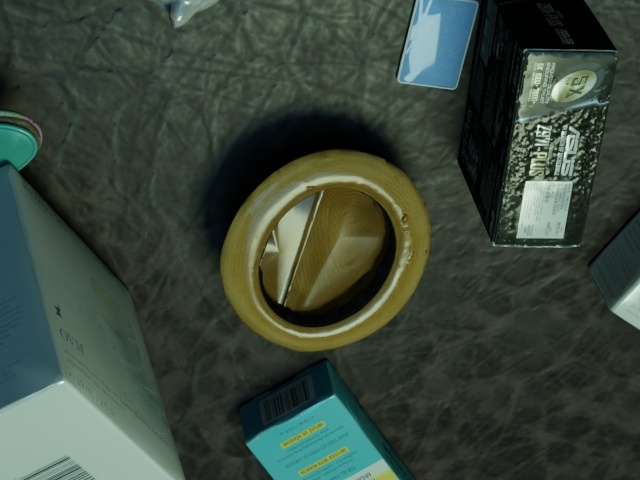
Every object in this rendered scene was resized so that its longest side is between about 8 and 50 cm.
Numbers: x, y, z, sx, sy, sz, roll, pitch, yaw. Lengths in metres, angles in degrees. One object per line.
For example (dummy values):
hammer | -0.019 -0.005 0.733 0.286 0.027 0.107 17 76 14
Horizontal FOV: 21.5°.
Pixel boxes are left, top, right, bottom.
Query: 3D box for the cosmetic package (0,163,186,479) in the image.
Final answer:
cosmetic package | -0.233 0.101 1.372 0.138 0.224 0.224 -27 143 6

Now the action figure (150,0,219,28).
action figure | -0.170 -0.297 1.207 0.341 0.178 0.330 -26 112 3

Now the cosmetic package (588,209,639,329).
cosmetic package | 0.364 -0.011 1.519 0.117 0.085 0.231 32 110 -25

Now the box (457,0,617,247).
box | 0.175 -0.106 1.391 0.077 0.147 0.180 0 120 -9

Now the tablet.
tablet | 0.098 -0.168 1.424 0.054 0.006 0.083 6 119 -12

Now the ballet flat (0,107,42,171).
ballet flat | -0.331 -0.063 1.376 0.221 0.079 0.077 -26 127 8

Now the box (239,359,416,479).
box | 0.027 0.234 1.628 0.100 0.060 0.244 -30 121 10

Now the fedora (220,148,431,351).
fedora | 0.000 0.000 1.469 0.194 0.079 0.194 -5 116 -9
